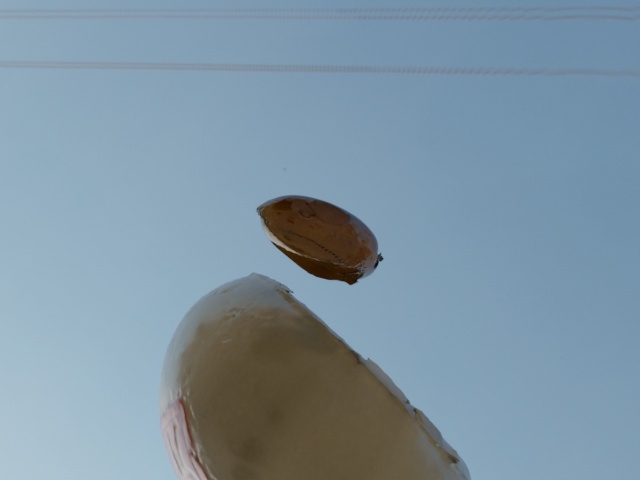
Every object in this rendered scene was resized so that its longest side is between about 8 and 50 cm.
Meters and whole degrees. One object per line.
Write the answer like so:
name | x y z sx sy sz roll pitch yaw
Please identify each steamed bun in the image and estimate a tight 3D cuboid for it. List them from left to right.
steamed bun | -0.030 0.223 0.904 0.241 0.374 0.374 -43 -107 -8

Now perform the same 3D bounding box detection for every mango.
mango | 0.000 0.000 0.756 0.127 0.077 0.063 27 -112 -23
